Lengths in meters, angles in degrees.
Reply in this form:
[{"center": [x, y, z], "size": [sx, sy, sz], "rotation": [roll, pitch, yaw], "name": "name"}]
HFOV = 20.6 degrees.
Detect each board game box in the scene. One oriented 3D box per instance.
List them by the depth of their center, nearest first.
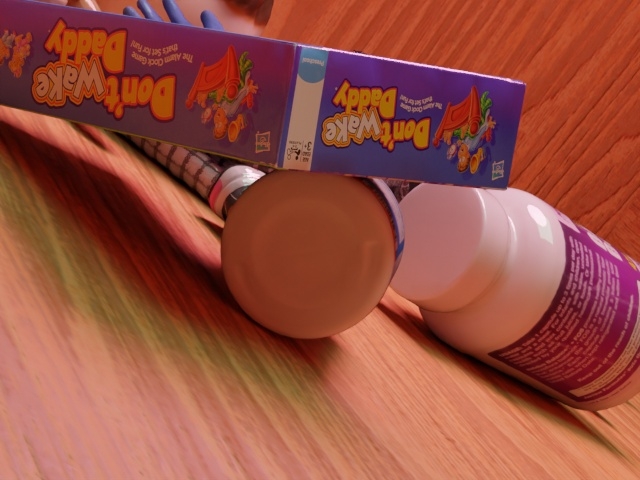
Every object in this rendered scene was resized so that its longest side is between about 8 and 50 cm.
[{"center": [-0.065, -0.108, 1.245], "size": [0.347, 0.078, 0.233], "rotation": [15, 8, 43], "name": "board game box"}]

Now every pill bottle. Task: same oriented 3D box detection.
[{"center": [0.000, 0.000, 1.313], "size": [0.124, 0.124, 0.221], "rotation": [35, 6, 2], "name": "pill bottle"}, {"center": [0.200, 0.048, 1.721], "size": [0.301, 0.169, 0.169], "rotation": [28, 9, -43], "name": "pill bottle"}]

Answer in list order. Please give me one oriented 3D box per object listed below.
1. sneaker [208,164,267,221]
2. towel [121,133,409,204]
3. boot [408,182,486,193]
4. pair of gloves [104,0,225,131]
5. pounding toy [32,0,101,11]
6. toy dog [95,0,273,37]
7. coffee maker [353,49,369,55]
[{"center": [-0.016, 0.006, 1.497], "size": [0.178, 0.072, 0.077], "rotation": [21, 25, -32], "name": "sneaker"}, {"center": [-0.059, -0.096, 1.688], "size": [0.235, 0.121, 0.283], "rotation": [37, 7, 23], "name": "towel"}, {"center": [0.241, 0.029, 2.210], "size": [0.377, 0.138, 0.284], "rotation": [36, 5, -36], "name": "boot"}, {"center": [-0.161, -0.159, 1.556], "size": [0.198, 0.023, 0.159], "rotation": [-20, 45, -30], "name": "pair of gloves"}, {"center": [-0.293, -0.260, 1.560], "size": [0.154, 0.155, 0.269], "rotation": [40, 8, 11], "name": "pounding toy"}, {"center": [-0.232, -0.336, 1.896], "size": [0.408, 0.284, 0.395], "rotation": [33, 20, -10], "name": "toy dog"}, {"center": [0.071, -0.135, 2.302], "size": [0.171, 0.178, 0.120], "rotation": [31, 9, -23], "name": "coffee maker"}]
